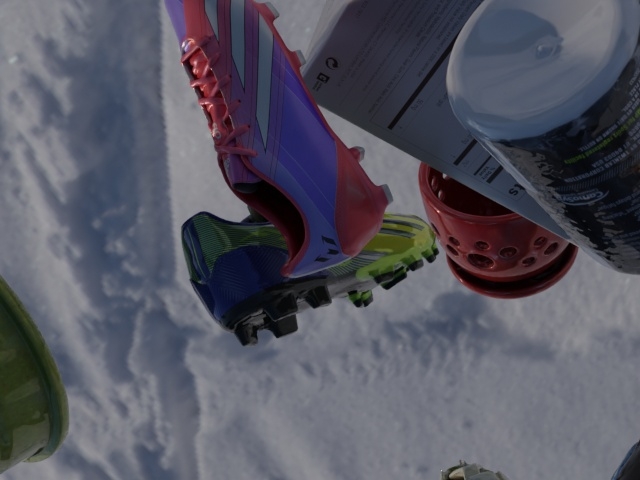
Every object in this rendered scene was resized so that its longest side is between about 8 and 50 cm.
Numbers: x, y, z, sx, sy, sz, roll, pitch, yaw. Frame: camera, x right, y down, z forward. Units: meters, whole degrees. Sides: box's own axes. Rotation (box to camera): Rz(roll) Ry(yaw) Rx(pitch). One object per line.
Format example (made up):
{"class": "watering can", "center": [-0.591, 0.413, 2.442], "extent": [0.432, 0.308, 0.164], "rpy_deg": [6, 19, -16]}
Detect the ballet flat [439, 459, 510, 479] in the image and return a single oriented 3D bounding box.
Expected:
{"class": "ballet flat", "center": [0.136, 0.228, 1.079], "extent": [0.241, 0.091, 0.077], "rpy_deg": [147, 109, -81]}

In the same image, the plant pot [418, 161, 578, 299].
{"class": "plant pot", "center": [0.225, -0.033, 1.585], "extent": [0.191, 0.191, 0.174], "rpy_deg": [14, 142, 27]}

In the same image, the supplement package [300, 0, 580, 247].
{"class": "supplement package", "center": [0.158, -0.157, 1.039], "extent": [0.293, 0.177, 0.175], "rpy_deg": [27, 135, -10]}

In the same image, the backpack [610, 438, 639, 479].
{"class": "backpack", "center": [0.244, 0.181, 0.842], "extent": [0.114, 0.105, 0.084], "rpy_deg": [42, 152, -6]}

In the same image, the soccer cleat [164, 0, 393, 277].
{"class": "soccer cleat", "center": [-0.049, -0.088, 0.908], "extent": [0.248, 0.095, 0.083], "rpy_deg": [55, 155, 7]}

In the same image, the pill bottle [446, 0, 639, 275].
{"class": "pill bottle", "center": [0.195, -0.060, 0.833], "extent": [0.130, 0.130, 0.245], "rpy_deg": [-5, 150, 38]}

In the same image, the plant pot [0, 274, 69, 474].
{"class": "plant pot", "center": [-0.396, 0.145, 1.063], "extent": [0.276, 0.254, 0.276], "rpy_deg": [26, 137, 28]}

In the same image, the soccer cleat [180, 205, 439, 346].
{"class": "soccer cleat", "center": [0.001, -0.001, 1.052], "extent": [0.093, 0.289, 0.121], "rpy_deg": [-39, 76, 34]}
